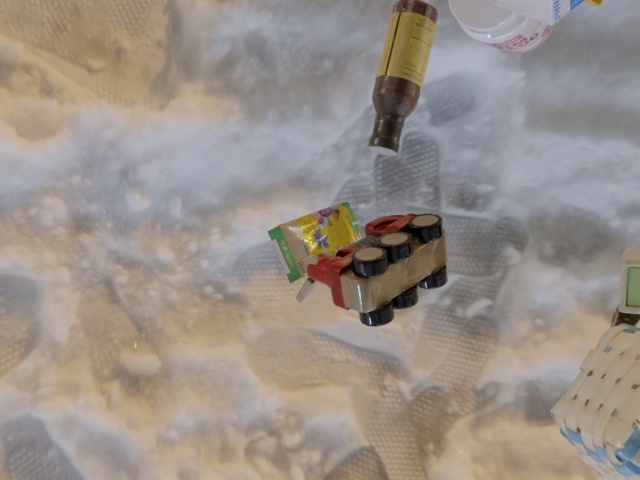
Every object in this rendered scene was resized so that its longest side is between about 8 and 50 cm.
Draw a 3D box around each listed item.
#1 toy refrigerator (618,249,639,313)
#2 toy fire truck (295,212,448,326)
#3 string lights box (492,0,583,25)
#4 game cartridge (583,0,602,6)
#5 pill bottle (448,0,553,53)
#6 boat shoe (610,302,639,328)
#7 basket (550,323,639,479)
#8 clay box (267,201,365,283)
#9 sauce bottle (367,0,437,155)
[{"bbox_3d":[0.677,0.084,1.406,0.269,0.094,0.102,5,104,25],"label":"toy refrigerator"},{"bbox_3d":[0.068,0.044,1.353,0.217,0.246,0.158,-29,121,-37],"label":"toy fire truck"},{"bbox_3d":[0.412,-0.466,1.283,0.260,0.133,0.077,-38,136,-13],"label":"string lights box"},{"bbox_3d":[0.672,-0.731,1.891,0.053,0.285,0.323,23,107,-17],"label":"game cartridge"},{"bbox_3d":[0.352,-0.455,1.529,0.160,0.283,0.160,3,97,27],"label":"pill bottle"},{"bbox_3d":[0.738,0.192,1.922,0.064,0.060,0.178,31,64,7],"label":"boat shoe"},{"bbox_3d":[0.391,0.217,0.755,0.289,0.255,0.201,43,86,-4],"label":"basket"},{"bbox_3d":[0.000,0.000,1.768,0.222,0.053,0.127,-21,86,-42],"label":"clay box"},{"bbox_3d":[0.177,-0.363,1.782,0.111,0.111,0.344,16,85,-12],"label":"sauce bottle"}]
